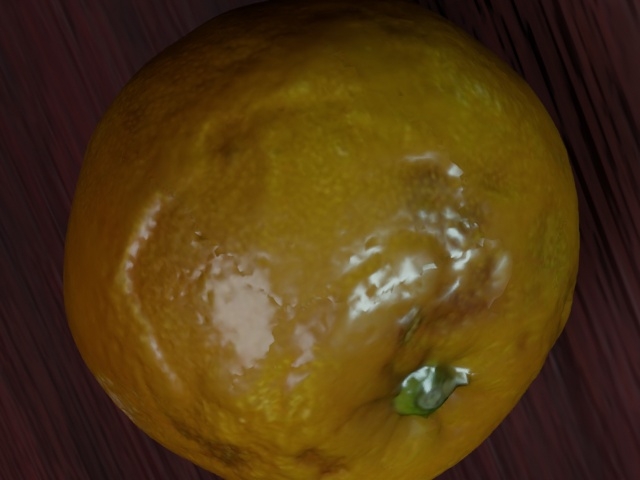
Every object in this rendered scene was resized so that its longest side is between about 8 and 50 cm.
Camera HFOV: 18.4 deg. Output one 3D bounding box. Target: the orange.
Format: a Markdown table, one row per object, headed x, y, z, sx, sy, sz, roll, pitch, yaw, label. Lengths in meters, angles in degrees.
| x | y | z | sx | sy | sz | roll | pitch | yaw | label |
| --- | --- | --- | --- | --- | --- | --- | --- | --- | --- |
| 0.000 | 0.000 | 0.996 | 0.261 | 0.261 | 0.261 | 18 | 124 | 29 | orange |
